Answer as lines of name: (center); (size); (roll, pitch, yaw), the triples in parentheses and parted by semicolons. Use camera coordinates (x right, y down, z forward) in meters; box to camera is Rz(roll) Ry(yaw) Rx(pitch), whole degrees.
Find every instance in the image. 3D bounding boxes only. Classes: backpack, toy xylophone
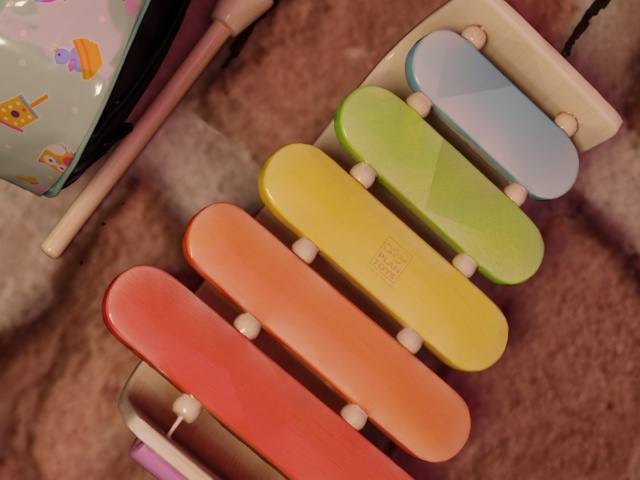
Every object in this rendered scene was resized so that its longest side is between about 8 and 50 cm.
backpack: (-0.132, -0.121, 0.791); (0.144, 0.166, 0.188); (19, 75, -18)
toy xylophone: (0.000, 0.000, 0.877); (0.236, 0.081, 0.322); (34, 73, -15)
